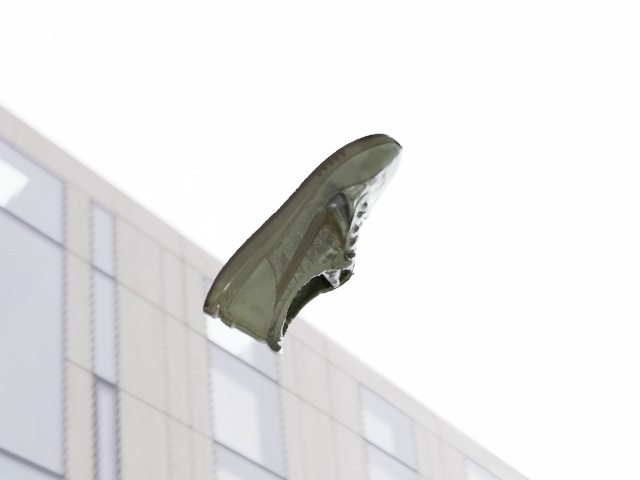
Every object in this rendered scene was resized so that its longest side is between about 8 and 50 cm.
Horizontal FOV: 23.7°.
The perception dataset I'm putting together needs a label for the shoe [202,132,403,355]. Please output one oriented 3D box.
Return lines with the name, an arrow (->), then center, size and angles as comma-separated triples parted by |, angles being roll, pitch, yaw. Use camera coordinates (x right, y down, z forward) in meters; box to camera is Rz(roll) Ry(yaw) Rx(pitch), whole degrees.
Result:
shoe -> 0.000, 0.000, 1.565 | 0.098, 0.103, 0.275 | 41, -105, 8
